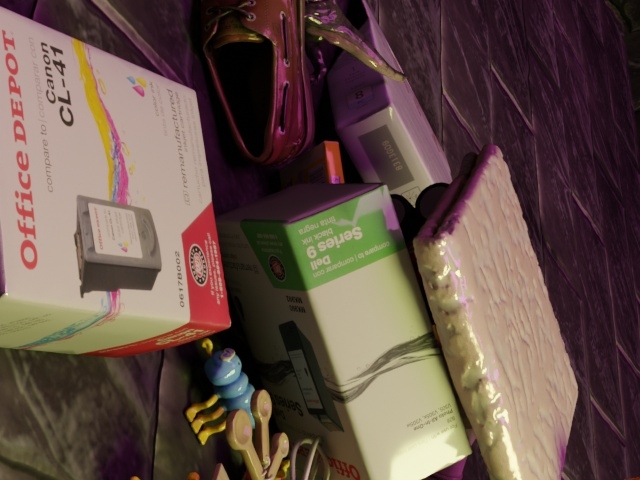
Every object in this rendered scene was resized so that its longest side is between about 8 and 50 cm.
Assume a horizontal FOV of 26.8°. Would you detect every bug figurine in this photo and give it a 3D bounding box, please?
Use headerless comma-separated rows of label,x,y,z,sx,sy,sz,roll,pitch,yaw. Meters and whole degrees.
bug figurine,-0.087,0.234,1.239,0.216,0.072,0.279,64,26,-26

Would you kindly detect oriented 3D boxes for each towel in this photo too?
towel,0.189,0.093,1.406,0.317,0.053,0.332,-54,126,-63

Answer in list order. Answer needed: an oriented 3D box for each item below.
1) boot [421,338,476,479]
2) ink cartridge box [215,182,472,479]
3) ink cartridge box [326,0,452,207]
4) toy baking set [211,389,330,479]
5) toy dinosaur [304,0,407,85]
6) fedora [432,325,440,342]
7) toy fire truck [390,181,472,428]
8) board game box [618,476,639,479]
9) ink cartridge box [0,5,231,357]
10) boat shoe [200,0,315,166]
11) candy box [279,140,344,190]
boot,0.115,0.206,1.680,0.077,0.213,0.165,-9,125,-44
ink cartridge box,0.016,0.095,1.353,0.121,0.211,0.289,-23,101,-24
ink cartridge box,0.101,-0.153,1.911,0.308,0.091,0.385,59,12,-33
toy baking set,-0.034,0.251,1.227,0.256,0.030,0.197,52,39,-50
toy dinosaur,-0.009,-0.258,1.651,0.268,0.064,0.118,45,71,-17
fedora,0.168,0.115,1.771,0.194,0.079,0.194,-8,103,-37
toy fire truck,0.105,0.088,1.571,0.158,0.217,0.246,43,41,-52
board game box,0.231,0.517,1.432,0.356,0.356,0.357,55,31,-41
ink cartridge box,-0.209,-0.034,1.046,0.306,0.131,0.226,16,62,-65
boat shoe,-0.076,-0.234,1.477,0.104,0.110,0.307,-26,100,-67
candy box,0.000,0.000,1.531,0.027,0.105,0.206,0,75,-31
